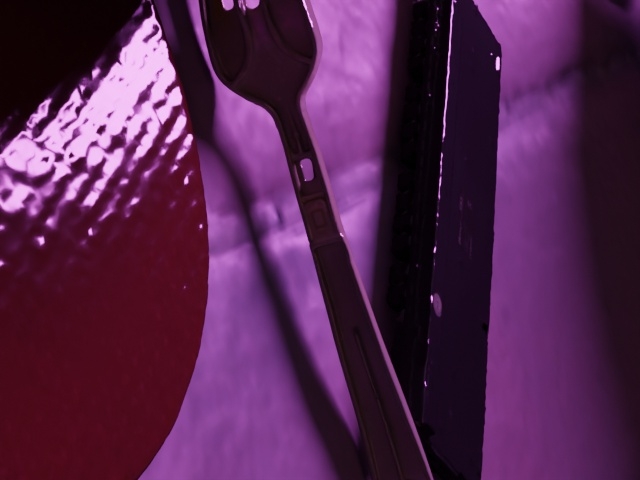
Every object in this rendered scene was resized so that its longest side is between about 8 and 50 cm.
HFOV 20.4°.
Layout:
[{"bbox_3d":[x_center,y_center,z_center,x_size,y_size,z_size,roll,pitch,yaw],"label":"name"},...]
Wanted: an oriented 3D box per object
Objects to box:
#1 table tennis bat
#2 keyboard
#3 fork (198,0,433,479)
[{"bbox_3d":[-0.112,-0.070,0.371,0.310,0.038,0.200,58,32,-25],"label":"table tennis bat"},{"bbox_3d":[0.045,-0.009,0.618,0.060,0.018,0.195,50,38,-46],"label":"keyboard"},{"bbox_3d":[0.000,0.000,0.530,0.028,0.034,0.219,-18,93,-85],"label":"fork"}]
